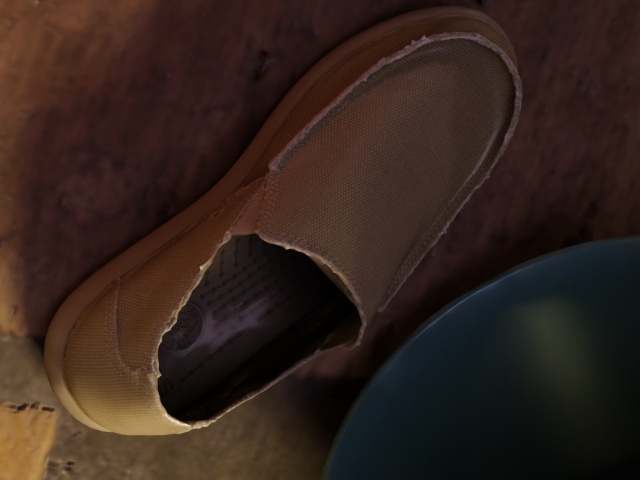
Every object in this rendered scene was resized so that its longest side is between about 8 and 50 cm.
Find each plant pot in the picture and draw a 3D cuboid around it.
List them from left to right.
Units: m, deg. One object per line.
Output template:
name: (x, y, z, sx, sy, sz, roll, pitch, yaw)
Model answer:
plant pot: (0.171, 0.183, 0.960, 0.293, 0.293, 0.235, -40, 136, -12)

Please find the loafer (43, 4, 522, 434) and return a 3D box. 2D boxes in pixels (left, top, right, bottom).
loafer: (0.000, 0.000, 0.901, 0.268, 0.092, 0.102, -43, 123, -10)
